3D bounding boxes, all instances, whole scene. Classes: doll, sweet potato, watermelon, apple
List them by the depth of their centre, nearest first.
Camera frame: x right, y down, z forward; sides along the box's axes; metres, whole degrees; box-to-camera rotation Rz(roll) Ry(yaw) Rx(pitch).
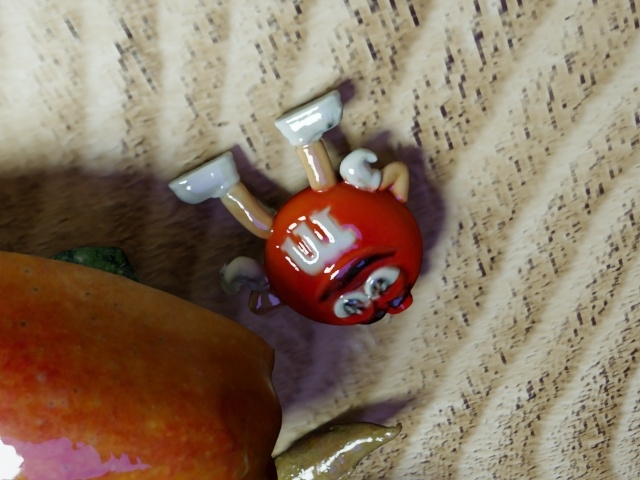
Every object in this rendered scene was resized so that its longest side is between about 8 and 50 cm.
[{"bbox_3d":[-0.212,0.148,0.865,0.365,0.329,0.295,7,95,-1],"label":"apple"},{"bbox_3d":[0.000,0.000,0.888,0.183,0.085,0.217,-30,118,12],"label":"doll"},{"bbox_3d":[-0.196,0.051,0.908,0.092,0.084,0.072,40,142,5],"label":"watermelon"},{"bbox_3d":[-0.001,0.223,1.074,0.206,0.060,0.068,-36,117,29],"label":"sweet potato"}]
